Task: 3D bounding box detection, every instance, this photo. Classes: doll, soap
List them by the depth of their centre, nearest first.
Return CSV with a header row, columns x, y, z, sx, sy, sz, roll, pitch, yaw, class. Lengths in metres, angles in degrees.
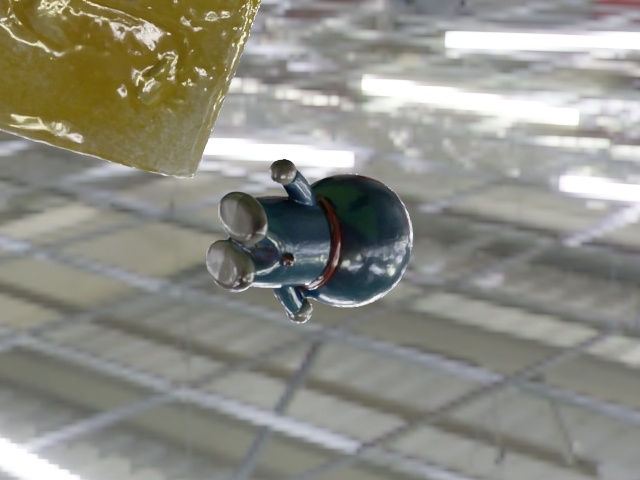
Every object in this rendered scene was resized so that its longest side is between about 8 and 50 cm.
x,y,z,sx,sy,sz,roll,pitch,yaw,class
0.000,0.000,1.150,0.152,0.114,0.085,-3,-153,-40,doll
-0.195,-0.252,1.586,0.293,0.335,0.156,16,-150,-14,soap
